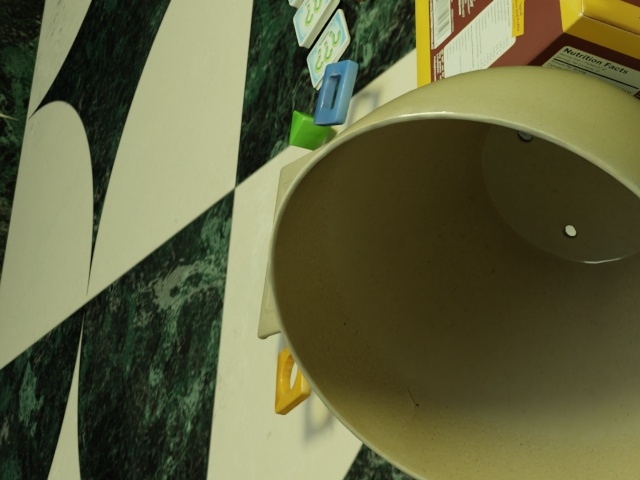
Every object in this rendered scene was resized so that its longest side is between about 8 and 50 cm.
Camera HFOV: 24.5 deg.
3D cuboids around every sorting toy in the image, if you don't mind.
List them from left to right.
[{"bbox_3d":[0.000,0.000,1.419,0.196,0.047,0.347,153,128,-63],"label":"sorting toy"}]

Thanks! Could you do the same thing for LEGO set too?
[{"bbox_3d":[0.021,-0.305,1.534,0.244,0.060,0.182,-52,37,39],"label":"LEGO set"}]

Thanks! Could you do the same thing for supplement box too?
[{"bbox_3d":[0.173,-0.167,1.050,0.194,0.129,0.191,-40,41,51],"label":"supplement box"}]

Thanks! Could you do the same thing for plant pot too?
[{"bbox_3d":[0.136,0.004,0.924,0.284,0.284,0.191,-50,0,42],"label":"plant pot"}]
